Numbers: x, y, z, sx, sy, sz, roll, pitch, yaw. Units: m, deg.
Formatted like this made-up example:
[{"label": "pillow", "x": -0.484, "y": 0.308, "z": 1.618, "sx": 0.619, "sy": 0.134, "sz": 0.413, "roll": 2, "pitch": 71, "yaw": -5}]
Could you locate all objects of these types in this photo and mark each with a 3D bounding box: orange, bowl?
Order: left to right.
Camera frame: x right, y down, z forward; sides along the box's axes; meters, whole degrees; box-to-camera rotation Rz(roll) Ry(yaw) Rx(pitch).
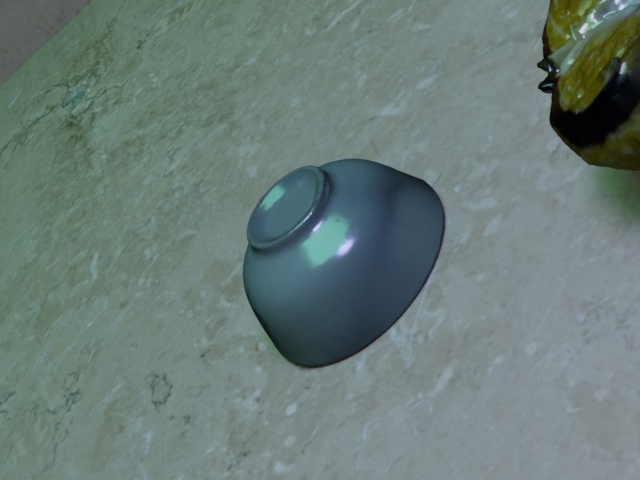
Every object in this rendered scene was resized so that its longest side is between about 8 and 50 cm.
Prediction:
[{"label": "bowl", "x": 0.000, "y": 0.000, "z": 1.930, "sx": 0.289, "sy": 0.146, "sz": 0.289, "roll": -34, "pitch": 33, "yaw": 26}, {"label": "orange", "x": 0.375, "y": -0.224, "z": 1.622, "sx": 0.271, "sy": 0.210, "sz": 0.369, "roll": -56, "pitch": 19, "yaw": 39}]
